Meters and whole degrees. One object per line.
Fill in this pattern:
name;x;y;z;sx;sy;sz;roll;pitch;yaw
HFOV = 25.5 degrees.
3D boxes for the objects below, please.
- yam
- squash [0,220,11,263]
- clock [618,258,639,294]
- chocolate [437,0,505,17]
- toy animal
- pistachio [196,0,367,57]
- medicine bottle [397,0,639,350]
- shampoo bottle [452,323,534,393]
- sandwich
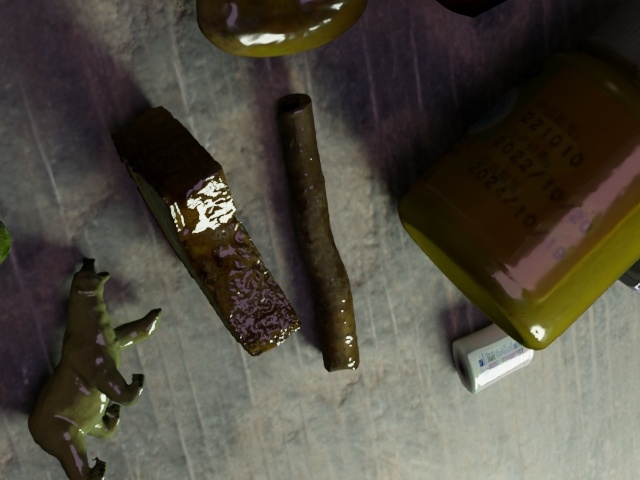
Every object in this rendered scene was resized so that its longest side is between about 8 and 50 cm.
yam;0.000;0.000;1.488;0.045;0.045;0.327;-52;140;-49
squash;-0.394;0.019;1.266;0.239;0.069;0.069;-11;119;-24
clock;0.383;-0.042;1.613;0.073;0.144;0.193;26;99;-41
chocolate;0.159;-0.309;1.361;0.176;0.177;0.177;-12;120;-23
toy animal;-0.230;0.134;1.412;0.101;0.103;0.219;21;109;-10
pistachio;-0.040;-0.226;1.321;0.189;0.100;0.110;-20;145;-29
medicine bottle;0.284;-0.089;1.486;0.384;0.224;0.224;-44;127;-1
shampoo bottle;0.208;0.129;1.667;0.099;0.043;0.072;-26;125;-16
sandwich;-0.110;-0.011;1.336;0.065;0.186;0.215;-32;123;-8
